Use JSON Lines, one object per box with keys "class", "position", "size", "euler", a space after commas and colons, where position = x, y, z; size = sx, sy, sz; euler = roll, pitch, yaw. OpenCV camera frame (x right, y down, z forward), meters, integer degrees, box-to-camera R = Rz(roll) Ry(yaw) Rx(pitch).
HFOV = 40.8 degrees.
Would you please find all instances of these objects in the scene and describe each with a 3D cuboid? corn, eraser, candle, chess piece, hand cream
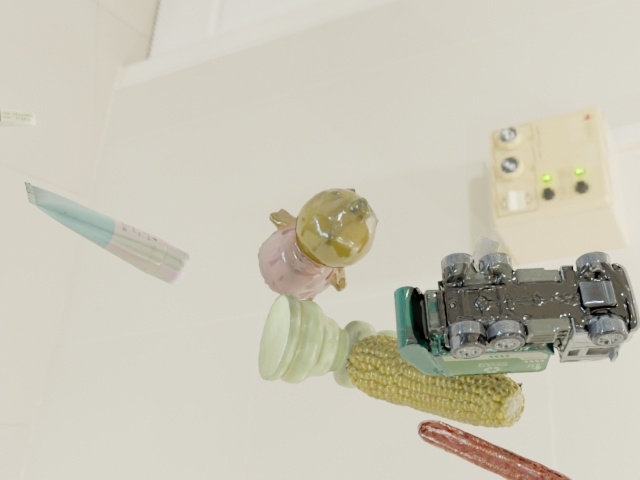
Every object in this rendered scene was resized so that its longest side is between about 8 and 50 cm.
{"class": "corn", "position": [0.147, 0.188, 1.152], "size": [0.091, 0.260, 0.091], "euler": [-26, 116, -45]}
{"class": "eraser", "position": [0.278, 0.037, 1.480], "size": [0.019, 0.038, 0.083], "euler": [123, -14, -72]}
{"class": "candle", "position": [0.304, 0.357, 1.342], "size": [0.051, 0.329, 0.048], "euler": [80, 34, -68]}
{"class": "chess piece", "position": [0.040, 0.182, 1.409], "size": [0.251, 0.144, 0.144], "euler": [15, 59, -18]}
{"class": "hand cream", "position": [-0.381, -0.011, 1.526], "size": [0.312, 0.070, 0.111], "euler": [28, 9, -28]}

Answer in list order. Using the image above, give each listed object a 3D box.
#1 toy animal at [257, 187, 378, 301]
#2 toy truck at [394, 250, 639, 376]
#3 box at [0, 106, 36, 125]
{"class": "toy animal", "position": [-0.001, 0.001, 1.552], "size": [0.195, 0.281, 0.169], "euler": [47, 36, -3]}
{"class": "toy truck", "position": [0.210, 0.086, 0.952], "size": [0.124, 0.253, 0.114], "euler": [86, 2, -57]}
{"class": "box", "position": [-0.673, -0.243, 1.694], "size": [0.245, 0.139, 0.035], "euler": [-42, 131, -83]}
